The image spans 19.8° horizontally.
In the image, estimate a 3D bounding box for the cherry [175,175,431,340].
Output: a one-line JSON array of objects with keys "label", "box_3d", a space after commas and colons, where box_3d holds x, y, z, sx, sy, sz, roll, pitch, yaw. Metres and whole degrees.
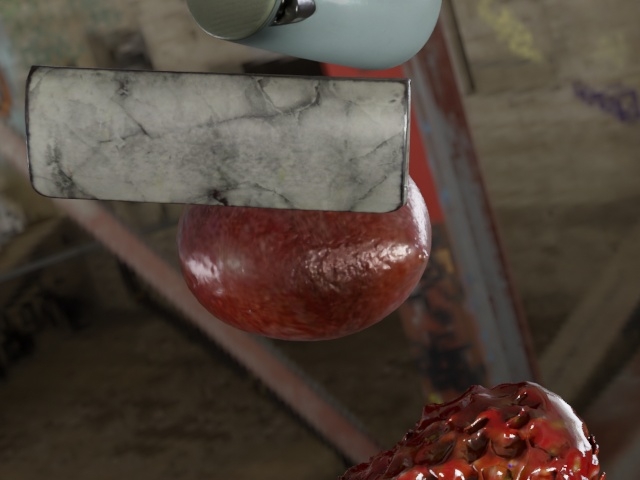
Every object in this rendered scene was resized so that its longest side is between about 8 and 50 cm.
[{"label": "cherry", "box_3d": [-0.007, 0.003, 1.754, 0.239, 0.206, 0.239, 12, -139, -11]}]

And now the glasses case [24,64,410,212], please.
[{"label": "glasses case", "box_3d": [-0.079, -0.084, 1.446, 0.299, 0.114, 0.060, 2, -150, 4]}]

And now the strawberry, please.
[{"label": "strawberry", "box_3d": [0.141, 0.199, 1.343, 0.178, 0.234, 0.234, -53, -177, 27]}]

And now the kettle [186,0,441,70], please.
[{"label": "kettle", "box_3d": [-0.032, -0.262, 1.787, 0.210, 0.160, 0.243, 40, -155, 30]}]
